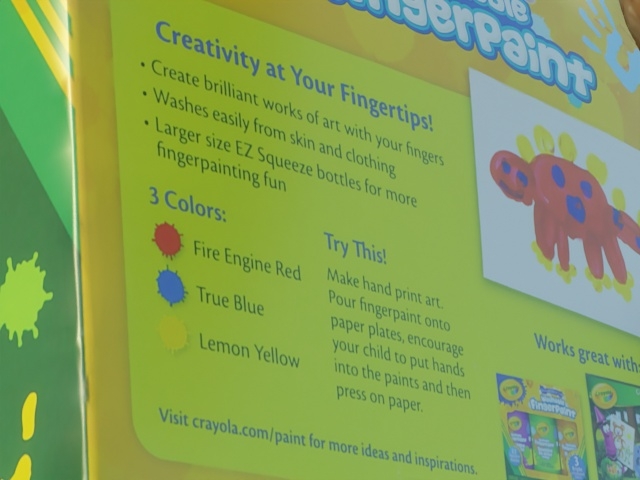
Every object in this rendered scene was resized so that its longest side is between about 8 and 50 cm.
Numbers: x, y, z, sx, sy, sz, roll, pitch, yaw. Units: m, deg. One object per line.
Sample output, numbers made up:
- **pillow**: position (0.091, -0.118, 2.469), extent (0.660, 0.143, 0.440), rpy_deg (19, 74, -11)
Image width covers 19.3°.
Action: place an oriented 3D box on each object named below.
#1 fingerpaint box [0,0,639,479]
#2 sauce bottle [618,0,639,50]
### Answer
- **fingerpaint box**: position (0.000, 0.000, 0.972), extent (0.445, 0.163, 0.371), rpy_deg (15, 61, -43)
- **sauce bottle**: position (0.174, -0.152, 0.832), extent (0.111, 0.111, 0.344), rpy_deg (8, 54, -32)
